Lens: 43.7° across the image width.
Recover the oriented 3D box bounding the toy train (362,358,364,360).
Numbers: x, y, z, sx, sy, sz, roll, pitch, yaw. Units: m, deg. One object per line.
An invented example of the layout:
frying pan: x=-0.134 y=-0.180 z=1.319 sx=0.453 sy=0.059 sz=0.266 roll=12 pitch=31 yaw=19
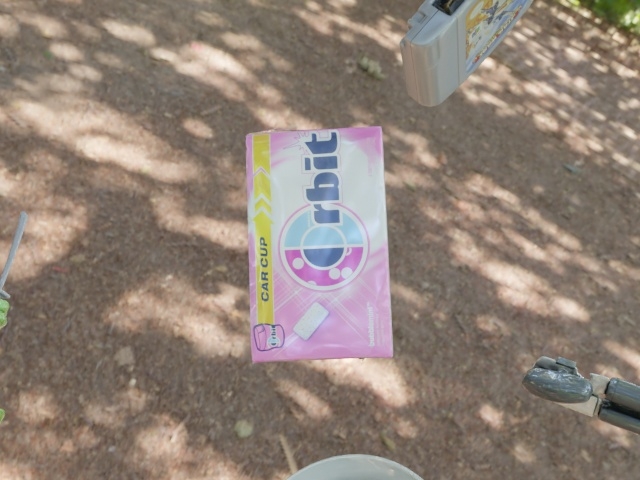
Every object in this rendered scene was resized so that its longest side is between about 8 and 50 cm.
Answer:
toy train: x=0.076 y=0.188 z=1.379 sx=0.017 sy=0.083 sz=0.023 roll=19 pitch=69 yaw=0

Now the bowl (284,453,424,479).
bowl: x=0.048 y=0.411 z=0.916 sx=0.134 sy=0.298 sz=0.298 roll=50 pitch=12 yaw=-45

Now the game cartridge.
game cartridge: x=0.224 y=-0.326 z=1.091 sx=0.062 sy=0.297 sz=0.198 roll=38 pitch=-6 yaw=23

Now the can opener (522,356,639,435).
can opener: x=0.448 y=0.259 z=1.215 sx=0.284 sy=0.076 sz=0.095 roll=19 pitch=27 yaw=24

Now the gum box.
gum box: x=0.000 y=0.000 z=0.635 sx=0.107 sy=0.188 sz=0.062 roll=-3 pitch=-7 yaw=4

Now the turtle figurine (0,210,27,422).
turtle figurine: x=-0.434 y=0.085 z=0.847 sx=0.266 sy=0.275 sz=0.198 roll=47 pitch=-4 yaw=35
